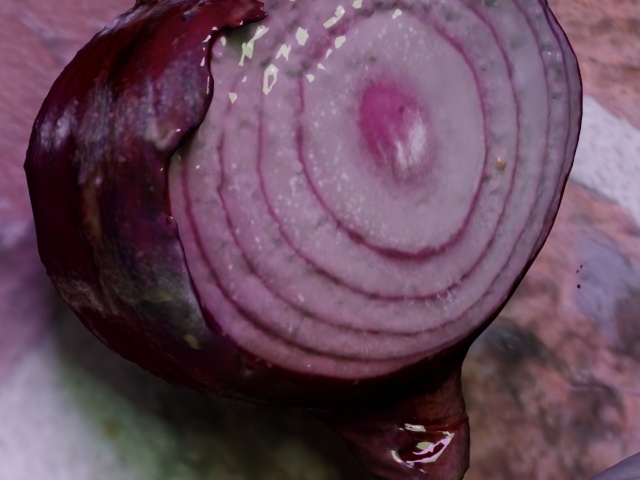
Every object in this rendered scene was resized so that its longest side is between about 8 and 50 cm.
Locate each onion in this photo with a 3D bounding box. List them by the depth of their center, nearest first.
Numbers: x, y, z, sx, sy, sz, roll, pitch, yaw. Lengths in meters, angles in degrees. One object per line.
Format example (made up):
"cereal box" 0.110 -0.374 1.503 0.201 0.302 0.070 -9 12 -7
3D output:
"onion" 0.000 0.000 0.466 0.195 0.140 0.218 -34 113 -36

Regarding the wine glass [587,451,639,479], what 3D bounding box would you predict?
"wine glass" 0.172 0.118 0.463 0.321 0.143 0.143 -25 72 -41
